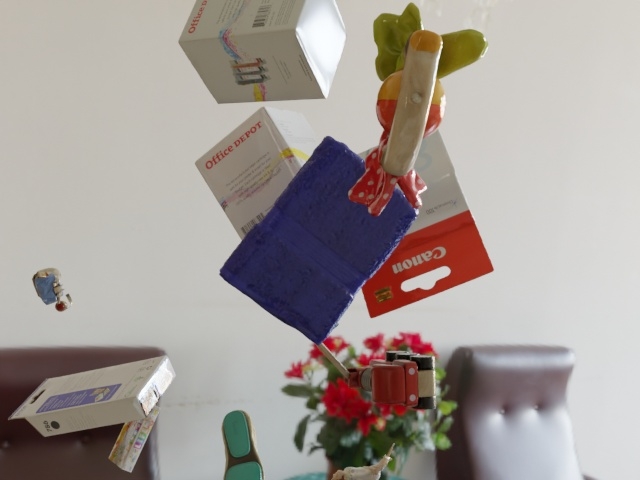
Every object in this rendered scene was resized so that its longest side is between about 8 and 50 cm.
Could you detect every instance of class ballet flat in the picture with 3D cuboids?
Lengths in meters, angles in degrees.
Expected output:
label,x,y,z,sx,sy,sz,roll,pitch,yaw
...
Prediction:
label,x,y,z,sx,sy,sz,roll,pitch,yaw
ballet flat,-0.153,0.459,1.519,0.086,0.086,0.249,8,41,-15

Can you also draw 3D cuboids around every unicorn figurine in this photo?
label,x,y,z,sx,sy,sz,roll,pitch,yaw
unicorn figurine,0.112,0.573,1.857,0.161,0.111,0.060,-13,53,-13

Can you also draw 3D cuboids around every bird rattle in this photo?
label,x,y,z,sx,sy,sz,roll,pitch,yaw
bird rattle,0.094,-0.151,0.887,0.143,0.254,0.207,21,5,3

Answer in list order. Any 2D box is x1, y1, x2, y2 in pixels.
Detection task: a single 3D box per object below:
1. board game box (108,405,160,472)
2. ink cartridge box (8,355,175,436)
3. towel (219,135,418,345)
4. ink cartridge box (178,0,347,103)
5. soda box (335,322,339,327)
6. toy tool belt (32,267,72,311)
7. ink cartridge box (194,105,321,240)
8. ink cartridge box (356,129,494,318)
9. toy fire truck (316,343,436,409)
label,x,y,z,sx,sy,sz,roll,pitch,yaw
board game box,-0.431,0.447,1.745,0.026,0.154,0.103,31,-17,-28
ink cartridge box,-0.499,0.345,1.655,0.332,0.065,0.165,-12,21,19
towel,0.000,0.000,1.303,0.227,0.308,0.076,38,1,-19
ink cartridge box,-0.075,-0.275,1.022,0.176,0.128,0.127,3,-32,23
soda box,-0.032,0.175,2.032,0.183,0.058,0.063,51,-15,-1
toy tool belt,-0.465,0.088,1.297,0.052,0.083,0.051,-22,8,-4
ink cartridge box,-0.079,-0.107,1.555,0.198,0.270,0.197,-35,-8,22
ink cartridge box,0.189,-0.052,1.745,0.308,0.385,0.091,-22,-30,11
toy fire truck,0.118,0.301,1.727,0.246,0.159,0.217,0,-3,-18
